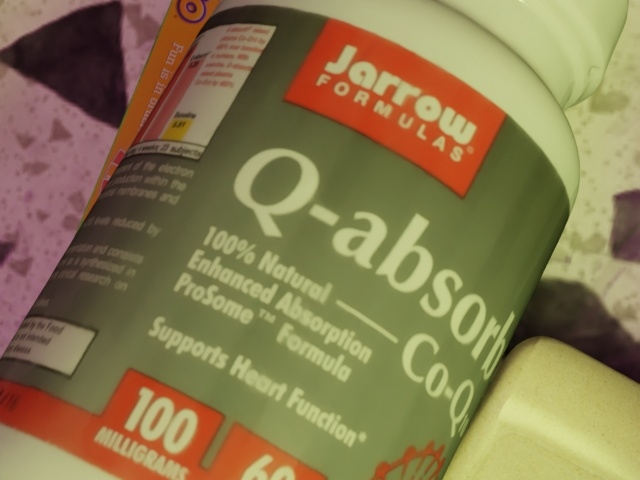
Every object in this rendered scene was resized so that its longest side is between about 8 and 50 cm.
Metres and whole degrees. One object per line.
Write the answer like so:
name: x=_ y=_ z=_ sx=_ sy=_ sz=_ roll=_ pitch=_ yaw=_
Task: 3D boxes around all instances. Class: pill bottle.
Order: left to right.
pill bottle: x=0.000 y=0.000 z=0.707 sx=0.210 sy=0.210 sz=0.363 roll=23 pitch=72 yaw=15

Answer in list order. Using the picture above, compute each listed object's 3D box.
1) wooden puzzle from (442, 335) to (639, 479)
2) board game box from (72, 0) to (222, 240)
wooden puzzle: x=0.154 y=0.270 z=0.724 sx=0.322 sy=0.080 sz=0.347 roll=29 pitch=96 yaw=-6
board game box: x=-0.055 y=-0.103 z=0.814 sx=0.039 sy=0.124 sz=0.259 roll=23 pitch=96 yaw=18
